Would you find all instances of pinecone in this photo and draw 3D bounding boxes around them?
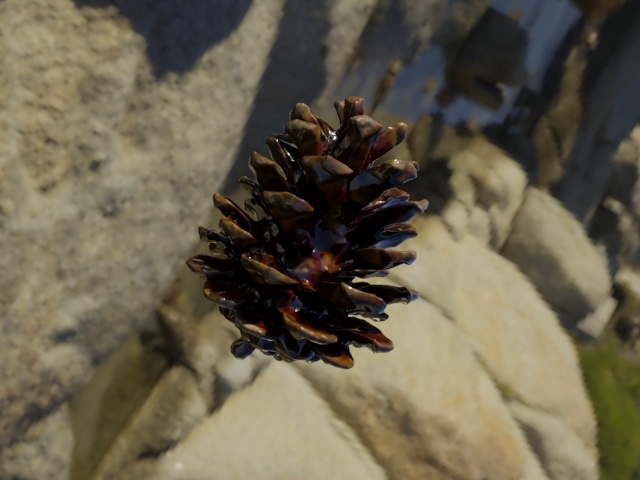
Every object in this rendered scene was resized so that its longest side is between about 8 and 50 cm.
[{"bbox_3d":[0.000,0.000,1.534,0.309,0.244,0.244,-67,165,8],"label":"pinecone"}]
